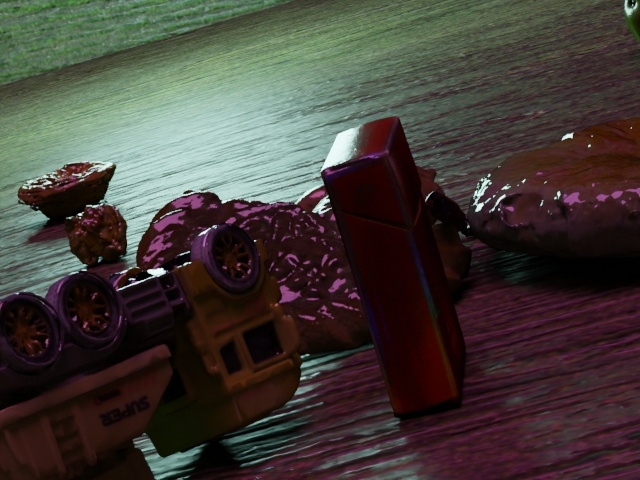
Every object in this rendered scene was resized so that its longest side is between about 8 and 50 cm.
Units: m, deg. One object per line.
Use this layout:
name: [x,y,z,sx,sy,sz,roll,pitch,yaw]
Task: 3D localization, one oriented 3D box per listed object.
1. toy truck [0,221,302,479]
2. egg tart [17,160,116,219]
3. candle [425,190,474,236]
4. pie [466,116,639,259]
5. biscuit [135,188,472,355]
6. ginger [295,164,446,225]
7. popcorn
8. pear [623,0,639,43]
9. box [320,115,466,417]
toy truck: [-0.129,0.098,1.108,0.124,0.157,0.272,-26,-3,41]
egg tart: [-0.302,-0.060,2.105,0.130,0.052,0.130,-16,12,4]
candle: [0.107,-0.021,1.424,0.026,0.021,0.167,10,-4,13]
pie: [0.254,-0.046,1.380,0.306,0.071,0.306,-12,14,3]
biscuit: [-0.031,0.028,1.359,0.273,0.036,0.187,7,38,20]
ginger: [0.041,-0.030,1.564,0.148,0.081,0.334,-30,10,12]
popcorn: [-0.226,-0.009,1.811,0.068,0.059,0.083,-26,26,-35]
pear: [0.393,-0.266,2.035,0.092,0.097,0.092,-39,25,23]
box: [0.052,0.015,1.156,0.048,0.175,0.112,-14,15,11]
